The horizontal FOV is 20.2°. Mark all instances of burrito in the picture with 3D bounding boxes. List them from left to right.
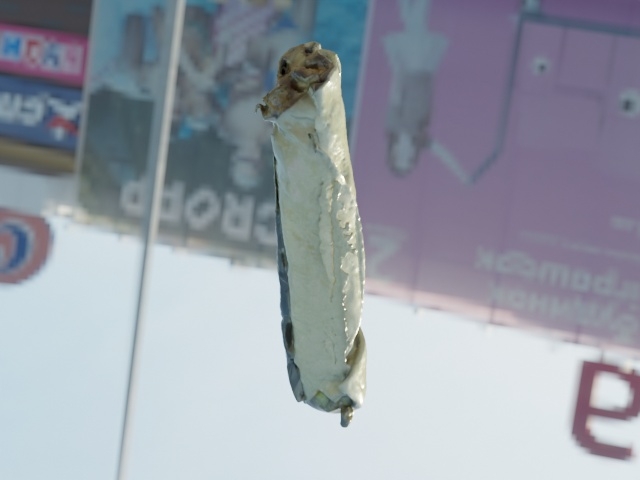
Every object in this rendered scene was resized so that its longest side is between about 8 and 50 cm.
[{"bbox_3d":[0.000,0.000,0.849,0.045,0.185,0.041,11,-151,26],"label":"burrito"}]
